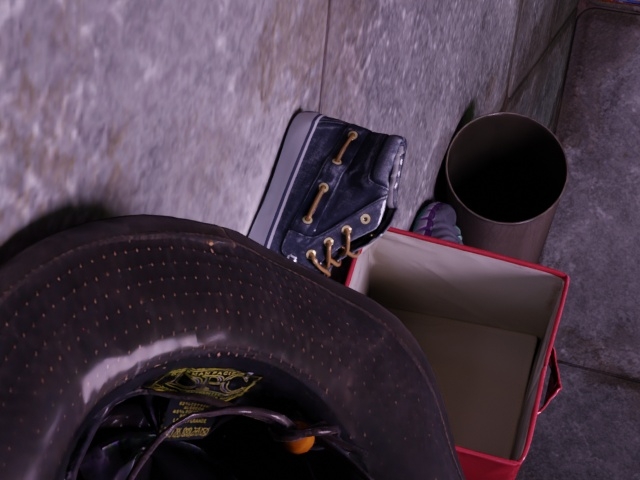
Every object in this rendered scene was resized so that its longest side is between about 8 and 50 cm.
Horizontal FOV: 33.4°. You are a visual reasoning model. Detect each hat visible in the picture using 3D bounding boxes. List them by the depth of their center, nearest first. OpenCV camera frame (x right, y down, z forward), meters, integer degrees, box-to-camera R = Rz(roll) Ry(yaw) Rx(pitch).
[{"bbox_3d":[-0.062,0.162,0.476,0.134,0.331,0.331,-34,-159,44],"label":"hat"}]

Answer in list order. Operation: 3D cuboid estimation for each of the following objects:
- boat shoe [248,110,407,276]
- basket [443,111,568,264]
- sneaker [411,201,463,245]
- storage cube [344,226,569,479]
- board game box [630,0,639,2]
[{"bbox_3d":[0.000,0.000,0.734,0.065,0.083,0.183,54,51,-69],"label":"boat shoe"},{"bbox_3d":[0.233,-0.021,1.423,0.227,0.154,0.204,91,11,-49],"label":"basket"},{"bbox_3d":[0.144,0.029,1.232,0.224,0.098,0.083,-53,152,-55],"label":"sneaker"},{"bbox_3d":[0.107,0.126,0.984,0.193,0.215,0.184,86,22,-62],"label":"storage cube"},{"bbox_3d":[0.256,-0.369,0.819,0.356,0.356,0.356,-28,129,-70],"label":"board game box"}]
